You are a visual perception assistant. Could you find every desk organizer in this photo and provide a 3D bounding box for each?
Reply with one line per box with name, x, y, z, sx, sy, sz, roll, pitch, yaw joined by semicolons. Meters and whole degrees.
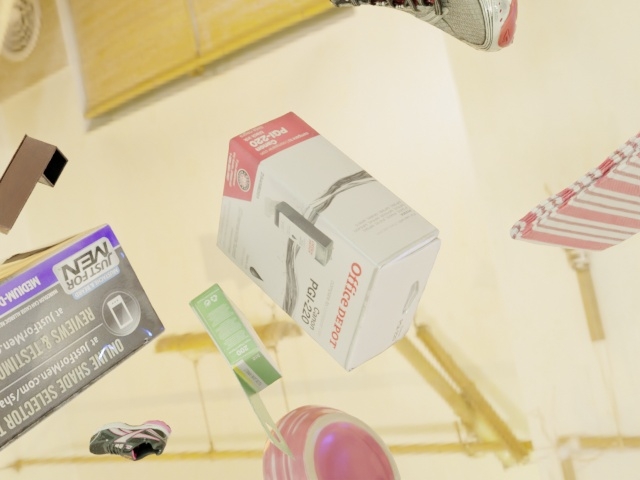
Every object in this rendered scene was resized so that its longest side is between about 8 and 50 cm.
desk organizer;-0.389;-0.069;1.187;0.050;0.130;0.047;19;162;14

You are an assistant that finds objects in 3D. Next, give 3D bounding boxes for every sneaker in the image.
sneaker;0.046;-0.191;0.644;0.093;0.225;0.088;-38;146;-21
sneaker;-0.408;0.430;1.910;0.178;0.072;0.077;-13;-148;8

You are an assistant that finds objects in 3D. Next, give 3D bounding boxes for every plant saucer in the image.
plant saucer;0.042;0.464;1.749;0.084;0.332;0.332;-40;162;35

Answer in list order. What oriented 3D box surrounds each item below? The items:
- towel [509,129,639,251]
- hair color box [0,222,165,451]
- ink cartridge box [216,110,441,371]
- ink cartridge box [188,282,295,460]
towel;0.307;-0.046;0.919;0.144;0.029;0.197;9;147;-34
hair color box;-0.309;0.095;0.758;0.339;0.110;0.185;-12;-162;44
ink cartridge box;0.000;0.000;0.909;0.092;0.218;0.158;-30;147;-36
ink cartridge box;-0.091;0.189;1.286;0.056;0.235;0.171;-34;158;-5
